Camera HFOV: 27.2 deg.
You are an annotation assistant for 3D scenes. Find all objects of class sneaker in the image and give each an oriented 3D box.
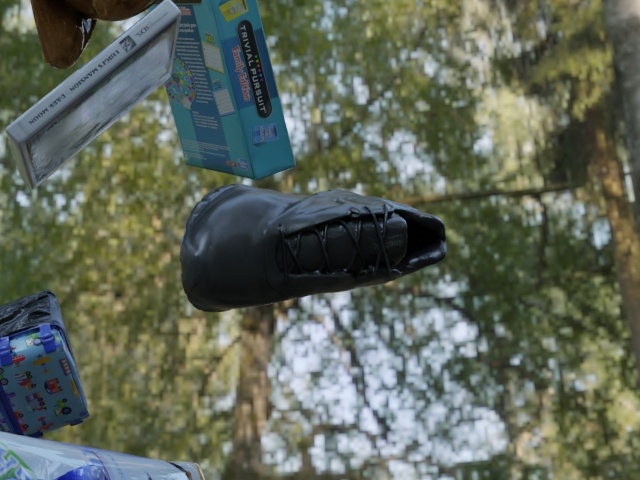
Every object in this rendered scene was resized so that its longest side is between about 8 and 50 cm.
[{"bbox_3d":[0.000,0.000,1.131,0.130,0.109,0.286,2,10,40],"label":"sneaker"}]

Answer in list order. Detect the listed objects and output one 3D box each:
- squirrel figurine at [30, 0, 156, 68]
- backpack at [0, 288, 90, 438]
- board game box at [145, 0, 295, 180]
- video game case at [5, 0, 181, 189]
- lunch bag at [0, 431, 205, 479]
[{"bbox_3d":[-0.167,-0.418,1.504,0.370,0.397,0.281,-11,-60,30],"label":"squirrel figurine"},{"bbox_3d":[-0.363,0.155,1.493,0.173,0.117,0.158,-15,-58,-11],"label":"backpack"},{"bbox_3d":[-0.168,-0.276,2.088,0.079,0.336,0.254,-22,19,-27],"label":"board game box"},{"bbox_3d":[-0.195,-0.122,1.153,0.173,0.022,0.190,-42,-1,-13],"label":"video game case"},{"bbox_3d":[-0.152,0.151,0.464,0.243,0.115,0.303,-24,-16,8],"label":"lunch bag"}]
